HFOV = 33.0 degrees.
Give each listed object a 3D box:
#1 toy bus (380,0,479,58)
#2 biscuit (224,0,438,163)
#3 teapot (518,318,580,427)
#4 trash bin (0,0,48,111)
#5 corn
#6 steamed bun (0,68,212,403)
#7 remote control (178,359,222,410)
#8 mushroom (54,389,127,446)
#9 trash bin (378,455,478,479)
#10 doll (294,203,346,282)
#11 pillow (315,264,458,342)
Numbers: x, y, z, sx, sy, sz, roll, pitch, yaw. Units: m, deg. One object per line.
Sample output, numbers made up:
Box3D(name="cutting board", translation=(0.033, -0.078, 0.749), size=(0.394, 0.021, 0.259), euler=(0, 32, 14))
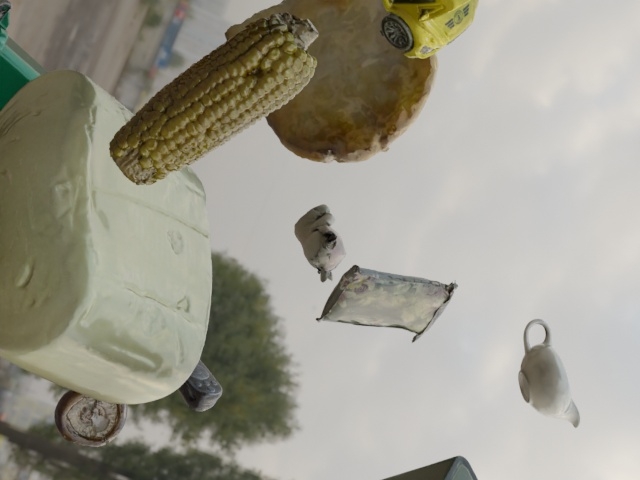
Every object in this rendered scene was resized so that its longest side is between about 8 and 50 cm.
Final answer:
Box3D(name="toy bus", translation=(0.138, -0.410, 1.449), size=(0.144, 0.330, 0.152), euler=(-41, -147, -25))
Box3D(name="biscuit", translation=(0.052, -0.385, 2.340), size=(0.429, 0.446, 0.104), euler=(-31, 162, 14))
Box3D(name="teapot", translation=(0.442, 0.268, 2.134), size=(0.145, 0.092, 0.226), euler=(159, -81, -81))
Box3D(name="trash bin", translation=(-0.538, -0.232, 1.900), size=(0.295, 0.381, 0.259), euler=(-49, -144, 3))
Box3D(name="corn", translation=(-0.137, -0.191, 1.436), size=(0.321, 0.119, 0.119), euler=(-33, -166, 1))
Box3D(name="steamed bun", translation=(-0.375, 0.009, 1.648), size=(0.289, 0.371, 0.456), euler=(-15, -120, 23))
Box3D(name="remote control", translation=(-0.310, 0.281, 2.394), size=(0.266, 0.090, 0.066), euler=(46, -66, 39))
Box3D(name="mushroom", translation=(-0.386, 0.290, 1.818), size=(0.123, 0.123, 0.052), euler=(-64, -150, 11))
Box3D(name="trash bin", translation=(0.063, 0.462, 1.535), size=(0.343, 0.158, 0.223), euler=(-25, -169, 33))
Box3D(name="doll", translation=(0.000, 0.000, 2.607), size=(0.192, 0.095, 0.149), euler=(-120, -147, -50))
Box3D(name="pillow", translation=(0.129, 0.110, 2.062), size=(0.169, 0.255, 0.059), euler=(-57, -145, 35))
